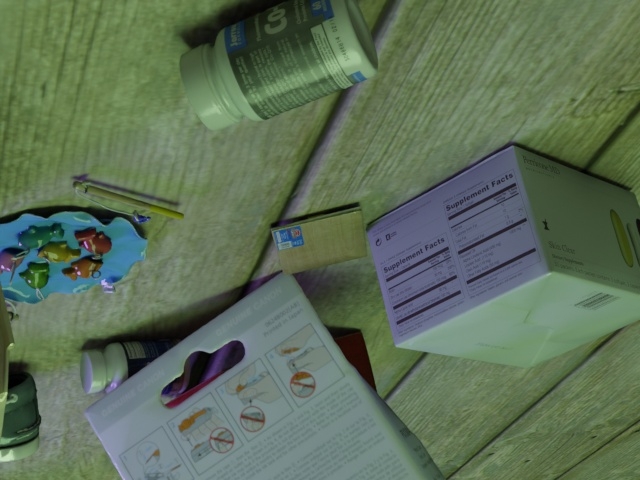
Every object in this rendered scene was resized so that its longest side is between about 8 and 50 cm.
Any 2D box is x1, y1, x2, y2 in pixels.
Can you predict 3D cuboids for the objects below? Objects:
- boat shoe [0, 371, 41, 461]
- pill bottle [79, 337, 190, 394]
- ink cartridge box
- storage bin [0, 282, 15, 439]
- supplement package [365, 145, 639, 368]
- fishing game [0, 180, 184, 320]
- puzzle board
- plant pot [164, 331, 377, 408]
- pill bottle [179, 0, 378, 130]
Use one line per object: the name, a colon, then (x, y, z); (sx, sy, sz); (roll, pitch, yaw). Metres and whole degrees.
boat shoe: (-0.483, 0.197, 1.535); (0.319, 0.116, 0.099); (2, 110, -19)
pill bottle: (-0.220, 0.153, 1.578); (0.120, 0.067, 0.067); (-2, 154, -27)
ink cartridge box: (-0.045, 0.274, 1.521); (0.308, 0.385, 0.091); (-35, 170, 10)
storage bin: (-0.329, 0.055, 1.052); (0.123, 0.260, 0.262); (-9, 157, -21)
supplement package: (0.219, 0.028, 1.447); (0.204, 0.145, 0.262); (-30, 153, 33)
fishing game: (-0.261, 0.025, 1.300); (0.264, 0.041, 0.189); (-27, 151, 28)
puzzle board: (0.000, 0.000, 1.430); (0.096, 0.011, 0.128); (-13, 156, 0)
plant pot: (-0.066, 0.293, 1.700); (0.267, 0.236, 0.267); (-33, 165, 37)
pill bottle: (-0.032, -0.137, 1.010); (0.137, 0.078, 0.078); (-20, 156, 14)
